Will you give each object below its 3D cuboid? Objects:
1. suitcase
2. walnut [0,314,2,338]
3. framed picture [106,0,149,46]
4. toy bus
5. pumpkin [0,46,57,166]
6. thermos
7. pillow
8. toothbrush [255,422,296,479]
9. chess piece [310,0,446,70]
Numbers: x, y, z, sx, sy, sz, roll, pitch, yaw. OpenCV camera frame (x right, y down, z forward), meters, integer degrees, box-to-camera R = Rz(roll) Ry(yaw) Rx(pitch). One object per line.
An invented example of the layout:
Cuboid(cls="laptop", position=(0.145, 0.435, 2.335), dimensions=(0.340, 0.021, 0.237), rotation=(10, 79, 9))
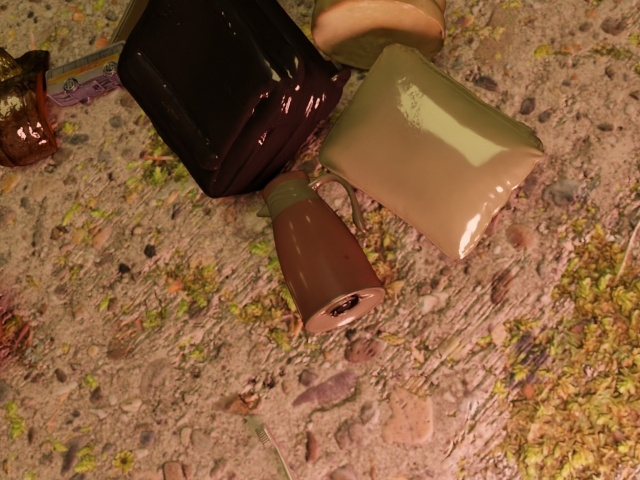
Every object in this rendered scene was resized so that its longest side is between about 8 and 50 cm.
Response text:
Cuboid(cls="suitcase", position=(-0.167, -0.275, 1.190), dimensions=(0.345, 0.188, 0.339), rotation=(52, 127, 13))
Cuboid(cls="walnut", position=(-0.697, 0.152, 1.197), dimensions=(0.227, 0.273, 0.273), rotation=(-28, 72, 37))
Cuboid(cls="framed picture", position=(-0.321, -0.445, 1.386), dimensions=(0.150, 0.015, 0.203), rotation=(22, 82, 13))
Cuboid(cls="toy bus", position=(-0.437, -0.321, 1.348), dimensions=(0.190, 0.064, 0.075), rotation=(-20, 69, 9))
Cuboid(cls="pumpkin", position=(-0.588, -0.276, 1.331), dimensions=(0.131, 0.126, 0.248), rotation=(-17, 75, 2))
Cuboid(cls="thermos", position=(0.000, 0.000, 1.176), dimensions=(0.176, 0.146, 0.265), rotation=(-30, 67, 12))
Cuboid(cls="pillow", position=(0.179, -0.150, 1.170), dimensions=(0.322, 0.120, 0.255), rotation=(38, 108, 11))
Cuboid(cls="toothbrush", position=(-0.035, 0.417, 1.148), dimensions=(0.024, 0.018, 0.257), rotation=(-36, 75, 2))
Cuboid(cls="chess piece", position=(0.115, -0.548, 1.249), dimensions=(0.234, 0.234, 0.442), rotation=(2, 73, 9))
